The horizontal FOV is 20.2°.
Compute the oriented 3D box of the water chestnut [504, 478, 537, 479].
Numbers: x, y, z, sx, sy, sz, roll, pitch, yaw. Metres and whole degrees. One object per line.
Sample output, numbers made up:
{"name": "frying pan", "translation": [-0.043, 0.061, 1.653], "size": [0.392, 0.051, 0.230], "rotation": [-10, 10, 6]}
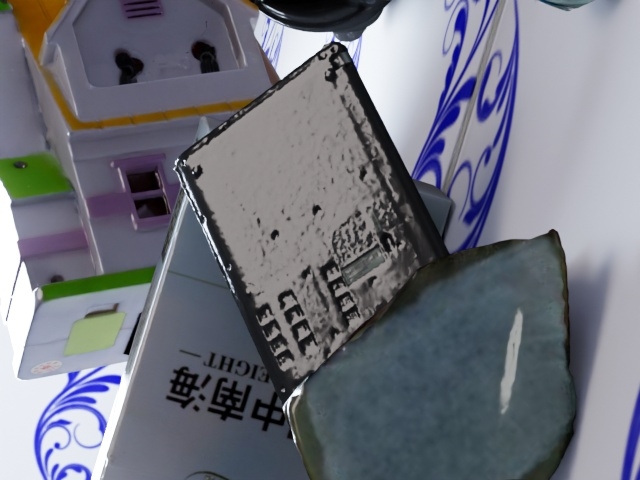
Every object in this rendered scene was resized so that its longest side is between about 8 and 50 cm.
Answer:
{"name": "water chestnut", "translation": [0.059, 0.155, 0.362], "size": [0.224, 0.238, 0.224], "rotation": [62, -168, -22]}

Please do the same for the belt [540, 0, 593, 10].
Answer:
{"name": "belt", "translation": [0.125, -0.178, 0.864], "size": [0.105, 0.058, 0.140], "rotation": [156, 133, -69]}

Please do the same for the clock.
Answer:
{"name": "clock", "translation": [-0.129, -0.081, 1.270], "size": [0.166, 0.235, 0.309], "rotation": [121, 135, -60]}

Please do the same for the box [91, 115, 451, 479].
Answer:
{"name": "box", "translation": [-0.033, 0.064, 1.070], "size": [0.067, 0.155, 0.243], "rotation": [-116, 44, -78]}

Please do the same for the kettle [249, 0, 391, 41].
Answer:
{"name": "kettle", "translation": [0.015, -0.292, 1.335], "size": [0.268, 0.207, 0.290], "rotation": [16, -105, -74]}

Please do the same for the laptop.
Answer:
{"name": "laptop", "translation": [0.000, 0.000, 0.959], "size": [0.129, 0.016, 0.180], "rotation": [-34, 70, 26]}

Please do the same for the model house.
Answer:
{"name": "model house", "translation": [0.053, 0.078, 0.808], "size": [0.165, 0.106, 0.152], "rotation": [-40, -5, -6]}
